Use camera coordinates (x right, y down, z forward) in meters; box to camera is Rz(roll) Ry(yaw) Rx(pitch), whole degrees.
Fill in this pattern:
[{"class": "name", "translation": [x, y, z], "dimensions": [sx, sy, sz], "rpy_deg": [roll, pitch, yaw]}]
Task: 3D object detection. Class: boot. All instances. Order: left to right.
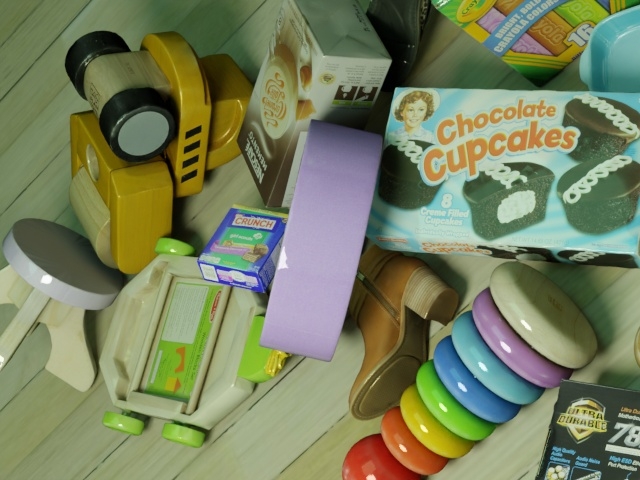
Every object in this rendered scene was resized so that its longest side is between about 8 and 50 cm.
[{"class": "boot", "translation": [0.067, 0.106, 1.797], "dimensions": [0.197, 0.073, 0.152], "rpy_deg": [-54, 42, -1]}, {"class": "boot", "translation": [0.125, -0.321, 1.930], "dimensions": [0.085, 0.236, 0.178], "rpy_deg": [24, 44, 17]}]

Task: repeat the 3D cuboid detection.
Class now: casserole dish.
[{"class": "casserole dish", "translation": [0.379, -0.212, 1.684], "dimensions": [0.188, 0.037, 0.114], "rpy_deg": [-15, 60, 36]}]

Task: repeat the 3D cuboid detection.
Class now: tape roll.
[{"class": "tape roll", "translation": [0.000, 0.000, 1.773], "dimensions": [0.275, 0.090, 0.274], "rpy_deg": [-167, 90, -88]}]

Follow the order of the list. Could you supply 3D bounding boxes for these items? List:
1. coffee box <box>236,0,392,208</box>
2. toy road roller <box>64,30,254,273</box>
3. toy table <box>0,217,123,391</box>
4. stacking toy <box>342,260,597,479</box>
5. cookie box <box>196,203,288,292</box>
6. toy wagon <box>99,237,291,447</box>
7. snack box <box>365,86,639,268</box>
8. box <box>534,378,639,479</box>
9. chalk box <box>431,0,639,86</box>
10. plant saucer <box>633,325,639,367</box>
[{"class": "coffee box", "translation": [-0.013, -0.174, 1.905], "dimensions": [0.141, 0.098, 0.246], "rpy_deg": [-115, 35, -41]}, {"class": "toy road roller", "translation": [-0.216, -0.135, 2.114], "dimensions": [0.202, 0.241, 0.329], "rpy_deg": [55, 147, 42]}, {"class": "toy table", "translation": [-0.395, 0.082, 2.117], "dimensions": [0.252, 0.274, 0.161], "rpy_deg": [35, 100, 7]}, {"class": "stacking toy", "translation": [0.144, 0.181, 1.649], "dimensions": [0.330, 0.141, 0.141], "rpy_deg": [-48, 45, 20]}, {"class": "cookie box", "translation": [-0.092, 0.009, 1.927], "dimensions": [0.092, 0.040, 0.107], "rpy_deg": [11, 48, 24]}, {"class": "toy wagon", "translation": [-0.154, 0.137, 1.980], "dimensions": [0.344, 0.068, 0.267], "rpy_deg": [5, 74, 42]}, {"class": "snack box", "translation": [0.219, -0.075, 1.693], "dimensions": [0.322, 0.060, 0.187], "rpy_deg": [4, 72, 28]}, {"class": "box", "translation": [0.330, 0.297, 1.456], "dimensions": [0.295, 0.073, 0.293], "rpy_deg": [5, 73, 44]}, {"class": "chalk box", "translation": [0.209, -0.341, 1.720], "dimensions": [0.179, 0.289, 0.180], "rpy_deg": [-38, 49, 23]}, {"class": "plant saucer", "translation": [0.359, 0.104, 1.564], "dimensions": [0.083, 0.015, 0.083], "rpy_deg": [-20, 58, 35]}]
